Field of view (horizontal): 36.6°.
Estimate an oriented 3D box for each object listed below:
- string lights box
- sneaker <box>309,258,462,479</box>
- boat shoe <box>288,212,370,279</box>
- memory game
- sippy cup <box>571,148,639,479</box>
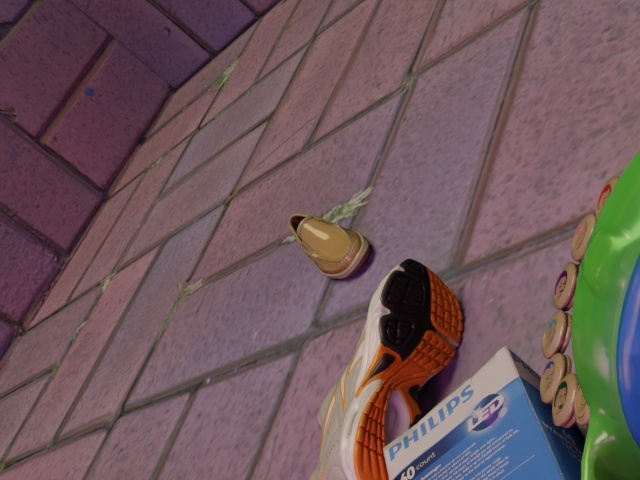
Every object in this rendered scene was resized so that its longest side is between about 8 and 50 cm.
[{"bbox_3d":[0.127,0.199,0.643,0.133,0.077,0.260,-44,22,16],"label":"string lights box"},{"bbox_3d":[0.048,0.131,0.904,0.121,0.099,0.262,-35,24,46],"label":"sneaker"},{"bbox_3d":[0.000,0.000,1.250,0.068,0.072,0.190,-53,21,-7],"label":"boat shoe"},{"bbox_3d":[0.183,0.034,0.632,0.186,0.012,0.186,-163,90,-87],"label":"memory game"},{"bbox_3d":[0.271,0.053,0.421,0.224,0.240,0.305,-141,56,-59],"label":"sippy cup"}]
